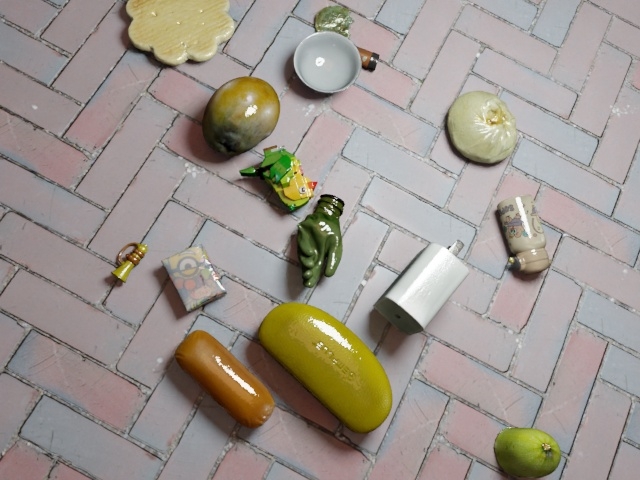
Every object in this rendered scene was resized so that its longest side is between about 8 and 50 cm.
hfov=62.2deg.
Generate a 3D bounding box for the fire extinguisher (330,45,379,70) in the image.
[{"bbox_3d":[0.082,-0.545,1.546,0.177,0.050,0.062,20,97,0],"label":"fire extinguisher"}]

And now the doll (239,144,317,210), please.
[{"bbox_3d":[-0.100,-0.162,1.395,0.186,0.106,0.134,43,81,5],"label":"doll"}]

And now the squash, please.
[{"bbox_3d":[0.500,0.498,1.255,0.123,0.186,0.122,2,68,-5],"label":"squash"}]

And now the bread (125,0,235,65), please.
[{"bbox_3d":[-0.396,-0.629,1.511,0.317,0.054,0.315,2,75,-7],"label":"bread"}]

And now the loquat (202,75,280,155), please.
[{"bbox_3d":[-0.211,-0.325,1.394,0.179,0.179,0.227,42,71,5],"label":"loquat"}]

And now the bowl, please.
[{"bbox_3d":[0.017,-0.486,1.502,0.189,0.086,0.188,1,79,-6],"label":"bowl"}]

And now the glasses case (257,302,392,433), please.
[{"bbox_3d":[0.021,0.290,1.273,0.371,0.141,0.173,43,74,5],"label":"glasses case"}]

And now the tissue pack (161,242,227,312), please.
[{"bbox_3d":[-0.314,0.092,1.328,0.109,0.060,0.148,-27,79,-11],"label":"tissue pack"}]

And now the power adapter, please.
[{"bbox_3d":[0.268,0.101,1.326,0.124,0.187,0.255,43,74,4],"label":"power adapter"}]

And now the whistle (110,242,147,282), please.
[{"bbox_3d":[-0.481,0.051,1.339,0.046,0.057,0.109,51,58,-38],"label":"whistle"}]

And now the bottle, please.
[{"bbox_3d":[0.546,-0.011,1.432,0.110,0.097,0.209,-10,77,-9],"label":"bottle"}]

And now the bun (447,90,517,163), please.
[{"bbox_3d":[0.464,-0.328,1.491,0.223,0.127,0.222,2,73,-5],"label":"bun"}]

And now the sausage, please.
[{"bbox_3d":[-0.224,0.328,1.257,0.274,0.105,0.105,42,75,5],"label":"sausage"}]

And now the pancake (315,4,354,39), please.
[{"bbox_3d":[0.041,-0.645,1.580,0.116,0.022,0.129,12,75,-1],"label":"pancake"}]

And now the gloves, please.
[{"bbox_3d":[-0.003,0.002,1.366,0.135,0.107,0.268,23,57,-8],"label":"gloves"}]
